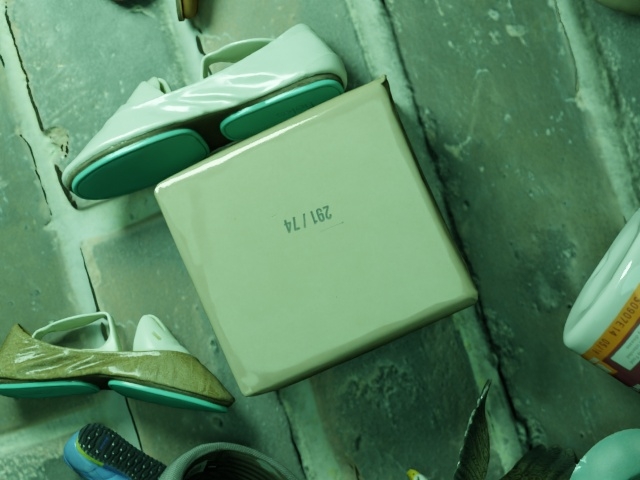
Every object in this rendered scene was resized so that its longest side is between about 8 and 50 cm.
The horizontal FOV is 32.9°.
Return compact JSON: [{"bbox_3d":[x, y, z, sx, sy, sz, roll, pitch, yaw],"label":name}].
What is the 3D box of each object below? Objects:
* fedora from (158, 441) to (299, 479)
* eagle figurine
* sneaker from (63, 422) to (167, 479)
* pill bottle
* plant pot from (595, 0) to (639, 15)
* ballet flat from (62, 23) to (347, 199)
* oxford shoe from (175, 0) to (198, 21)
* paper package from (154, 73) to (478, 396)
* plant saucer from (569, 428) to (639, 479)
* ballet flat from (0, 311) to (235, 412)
[{"bbox_3d":[-0.108,0.394,1.389,0.275,0.244,0.124,50,125,33],"label":"fedora"},{"bbox_3d":[0.178,0.347,1.354,0.298,0.226,0.225,-41,72,9],"label":"eagle figurine"},{"bbox_3d":[-0.261,0.336,1.486,0.209,0.069,0.082,37,127,-3],"label":"sneaker"},{"bbox_3d":[0.514,0.136,1.300,0.392,0.224,0.224,33,94,7],"label":"pill bottle"},{"bbox_3d":[0.416,-0.426,1.286,0.284,0.191,0.284,0,90,5],"label":"plant pot"},{"bbox_3d":[-0.162,-0.177,1.448,0.400,0.139,0.139,-22,87,3],"label":"ballet flat"},{"bbox_3d":[-0.156,-0.398,1.465,0.076,0.076,0.212,11,92,-4],"label":"oxford shoe"},{"bbox_3d":[0.000,0.000,1.395,0.325,0.168,0.309,-24,87,6],"label":"paper package"},{"bbox_3d":[0.401,0.337,1.368,0.195,0.037,0.195,-1,94,-17],"label":"plant saucer"},{"bbox_3d":[-0.280,0.160,1.472,0.342,0.116,0.124,2,71,11],"label":"ballet flat"}]
